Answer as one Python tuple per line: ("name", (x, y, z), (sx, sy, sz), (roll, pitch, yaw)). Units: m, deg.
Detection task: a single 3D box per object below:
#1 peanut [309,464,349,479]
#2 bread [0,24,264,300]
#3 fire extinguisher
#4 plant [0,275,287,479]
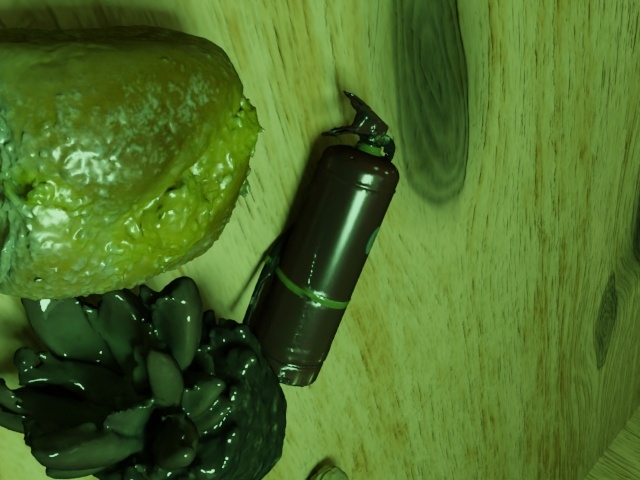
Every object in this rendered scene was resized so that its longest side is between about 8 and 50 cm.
("peanut", (0.004, 0.433, 1.106), (0.080, 0.080, 0.175), (-2, 118, -47))
("bread", (-0.170, -0.057, 0.530), (0.246, 0.176, 0.196), (-17, 124, -41))
("fire extinguisher", (0.000, 0.000, 0.804), (0.141, 0.105, 0.341), (2, 114, -49))
("plant", (-0.158, 0.146, 0.661), (0.321, 0.194, 0.182), (58, 34, -57))
